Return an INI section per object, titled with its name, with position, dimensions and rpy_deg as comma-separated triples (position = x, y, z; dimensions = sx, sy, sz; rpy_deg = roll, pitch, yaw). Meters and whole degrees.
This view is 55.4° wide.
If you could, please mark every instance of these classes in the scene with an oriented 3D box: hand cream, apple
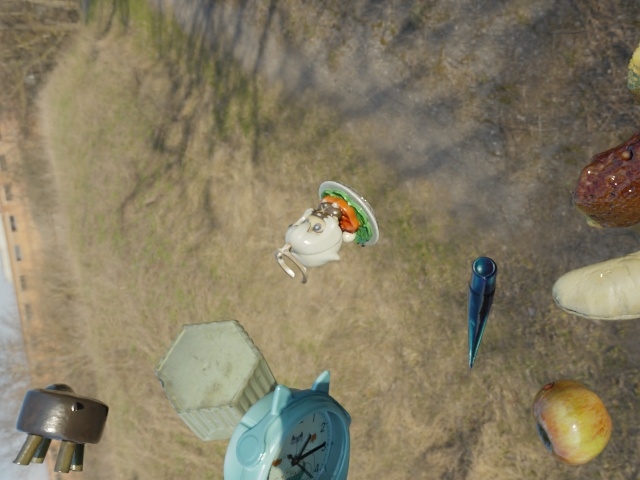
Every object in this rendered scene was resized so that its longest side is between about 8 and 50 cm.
[hand cream]
position = 0.368, 0.171, 1.433
dimensions = 0.120, 0.061, 0.270
rpy_deg = -66, -20, -54
[apple]
position = 0.385, 0.278, 0.932
dimensions = 0.126, 0.102, 0.126
rpy_deg = 159, 90, -89

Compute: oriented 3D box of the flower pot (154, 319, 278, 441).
[flower pot]
position = -0.224, 0.308, 1.345
dimensions = 0.189, 0.239, 0.209
rpy_deg = 74, -170, -53

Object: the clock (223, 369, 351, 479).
[clock]
position = -0.049, 0.330, 0.926
dimensions = 0.094, 0.223, 0.274
rpy_deg = 13, 99, 40

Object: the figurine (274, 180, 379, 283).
[figurine]
position = 0.000, 0.000, 0.948
dimensions = 0.132, 0.154, 0.132
rpy_deg = 39, 157, 21

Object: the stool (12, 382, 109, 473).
[stool]
position = -0.411, 0.287, 0.950
dimensions = 0.217, 0.125, 0.121
rpy_deg = -13, 61, 56

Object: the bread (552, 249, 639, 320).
[bread]
position = 0.355, 0.043, 0.633
dimensions = 0.053, 0.214, 0.073
rpy_deg = -75, -36, -63

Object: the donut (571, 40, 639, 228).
[donut]
position = 0.449, -0.139, 0.802
dimensions = 0.151, 0.112, 0.295
rpy_deg = 34, 111, 48
